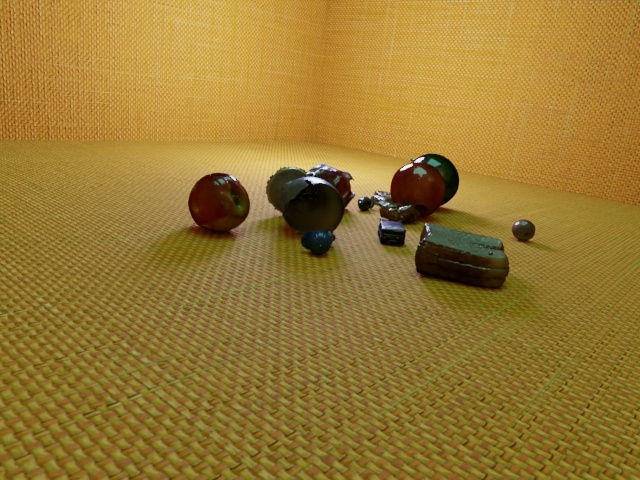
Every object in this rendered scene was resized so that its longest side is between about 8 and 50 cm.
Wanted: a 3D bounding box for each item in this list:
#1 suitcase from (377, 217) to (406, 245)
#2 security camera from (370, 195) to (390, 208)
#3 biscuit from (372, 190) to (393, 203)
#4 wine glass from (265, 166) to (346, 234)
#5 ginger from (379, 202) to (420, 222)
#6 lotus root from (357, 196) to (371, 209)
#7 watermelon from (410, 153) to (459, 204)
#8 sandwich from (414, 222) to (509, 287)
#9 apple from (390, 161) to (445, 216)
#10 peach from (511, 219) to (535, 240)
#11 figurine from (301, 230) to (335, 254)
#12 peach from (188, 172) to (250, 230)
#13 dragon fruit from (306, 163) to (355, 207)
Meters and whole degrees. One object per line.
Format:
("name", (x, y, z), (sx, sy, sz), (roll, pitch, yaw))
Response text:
("suitcase", (0.229, -0.027, 1.681), (0.086, 0.059, 0.126), (5, 16, 0))
("security camera", (0.250, -0.148, 2.153), (0.092, 0.058, 0.058), (15, 13, -19))
("biscuit", (0.282, -0.190, 2.307), (0.184, 0.038, 0.174), (-8, 23, -45))
("wine glass", (-0.056, -0.131, 1.701), (0.191, 0.190, 0.357), (1, 18, -18))
("ginger", (0.310, -0.105, 1.960), (0.162, 0.073, 0.103), (1, 18, -23))
("lotus root", (0.176, -0.150, 2.098), (0.049, 0.054, 0.099), (-9, 7, 25))
("watermelon", (0.484, -0.263, 2.278), (0.243, 0.242, 0.242), (6, 16, -2))
("sandwich", (0.396, 0.040, 1.459), (0.249, 0.095, 0.273), (14, 16, 11))
("apple", (0.386, -0.203, 2.075), (0.219, 0.201, 0.218), (3, -24, 1))
("peach", (0.741, -0.040, 1.900), (0.083, 0.083, 0.083), (6, 16, -2))
("figurine", (0.006, 0.007, 1.487), (0.079, 0.077, 0.136), (52, 18, 19))
("peach", (-0.313, -0.114, 1.567), (0.198, 0.197, 0.197), (6, 16, -2))
("dragon fruit", (0.013, -0.190, 1.991), (0.200, 0.198, 0.269), (53, 32, 3))
